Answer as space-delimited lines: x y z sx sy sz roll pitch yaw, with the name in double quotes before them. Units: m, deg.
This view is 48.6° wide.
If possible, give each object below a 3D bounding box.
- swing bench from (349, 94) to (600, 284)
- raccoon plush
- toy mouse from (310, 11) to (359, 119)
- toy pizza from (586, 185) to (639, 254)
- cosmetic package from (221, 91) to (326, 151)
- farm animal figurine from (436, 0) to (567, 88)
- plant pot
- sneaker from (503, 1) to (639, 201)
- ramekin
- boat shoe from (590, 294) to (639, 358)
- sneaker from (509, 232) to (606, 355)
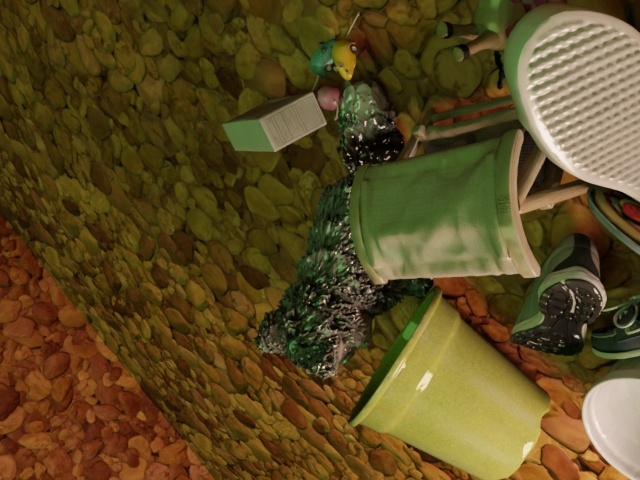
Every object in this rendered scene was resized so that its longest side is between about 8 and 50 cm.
"swing bench" 0.195 -0.073 0.914 0.253 0.255 0.165 -7 114 49
"raccoon plush" 0.000 0.000 1.142 0.216 0.299 0.446 3 121 46
"toy mouse" 0.007 -0.256 1.096 0.143 0.031 0.160 -12 72 61
"toy pizza" 0.399 -0.010 0.810 0.201 0.201 0.032 38 119 19
"cosmetic package" -0.083 -0.192 1.172 0.060 0.099 0.239 66 164 -16
"farm animal figurine" 0.240 -0.366 0.721 0.330 0.172 0.326 -24 89 60
"plant pot" 0.225 0.259 1.178 0.254 0.276 0.276 33 140 6
"sneaker" 0.279 -0.137 0.742 0.135 0.366 0.150 -53 42 12
"ramekin" 0.486 0.243 0.987 0.207 0.109 0.207 28 137 30
"boat shoe" 0.438 0.106 0.925 0.079 0.095 0.254 66 164 5
"sneaker" 0.348 0.089 1.030 0.100 0.107 0.271 14 150 7
